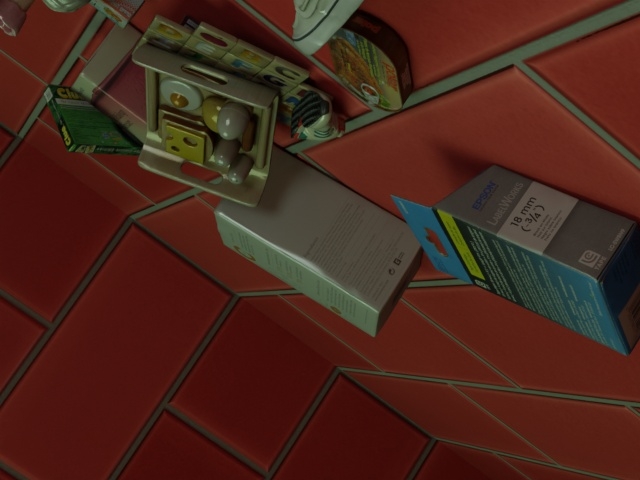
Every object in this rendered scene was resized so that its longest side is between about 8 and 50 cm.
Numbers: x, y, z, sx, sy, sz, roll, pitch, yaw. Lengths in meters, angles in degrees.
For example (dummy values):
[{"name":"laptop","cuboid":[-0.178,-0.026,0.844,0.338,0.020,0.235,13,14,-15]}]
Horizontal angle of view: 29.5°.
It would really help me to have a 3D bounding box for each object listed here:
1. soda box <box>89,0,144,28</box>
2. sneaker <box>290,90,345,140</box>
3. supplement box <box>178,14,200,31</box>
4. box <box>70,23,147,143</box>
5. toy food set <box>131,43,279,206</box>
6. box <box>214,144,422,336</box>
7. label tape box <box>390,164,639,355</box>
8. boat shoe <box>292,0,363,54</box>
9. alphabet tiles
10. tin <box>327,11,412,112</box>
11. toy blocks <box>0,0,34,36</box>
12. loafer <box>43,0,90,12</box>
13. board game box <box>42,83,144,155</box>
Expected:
[{"name":"soda box","cuboid":[-0.352,-0.406,1.848,0.183,0.063,0.058,37,166,-12]},{"name":"sneaker","cuboid":[0.007,-0.183,1.804,0.075,0.057,0.161,4,171,-15]},{"name":"supplement box","cuboid":[-0.204,-0.309,1.882,0.055,0.043,0.083,33,166,-13]},{"name":"box","cuboid":[-0.299,-0.254,2.115,0.232,0.127,0.148,36,167,-12]},{"name":"toy food set","cuboid":[-0.189,-0.170,1.918,0.220,0.092,0.306,19,151,3]},{"name":"box","cuboid":[0.000,0.000,2.214,0.345,0.168,0.215,31,166,9]},{"name":"label tape box","cuboid":[0.291,0.010,1.710,0.334,0.106,0.240,26,164,33]},{"name":"boat shoe","cuboid":[0.009,-0.290,1.360,0.088,0.096,0.267,40,165,-7]},{"name":"alphabet tiles","cuboid":[-0.141,-0.253,1.864,0.285,0.011,0.342,24,169,-14]},{"name":"tin","cuboid":[0.066,-0.228,1.560,0.106,0.040,0.189,33,167,18]},{"name":"toy blocks","cuboid":[-0.675,-0.453,2.011,0.289,0.260,0.309,26,164,31]},{"name":"loafer","cuboid":[-0.425,-0.474,1.728,0.319,0.111,0.112,49,-156,-19]},{"name":"board game box","cuboid":[-0.364,-0.213,2.193,0.260,0.030,0.136,0,-123,-46]}]
